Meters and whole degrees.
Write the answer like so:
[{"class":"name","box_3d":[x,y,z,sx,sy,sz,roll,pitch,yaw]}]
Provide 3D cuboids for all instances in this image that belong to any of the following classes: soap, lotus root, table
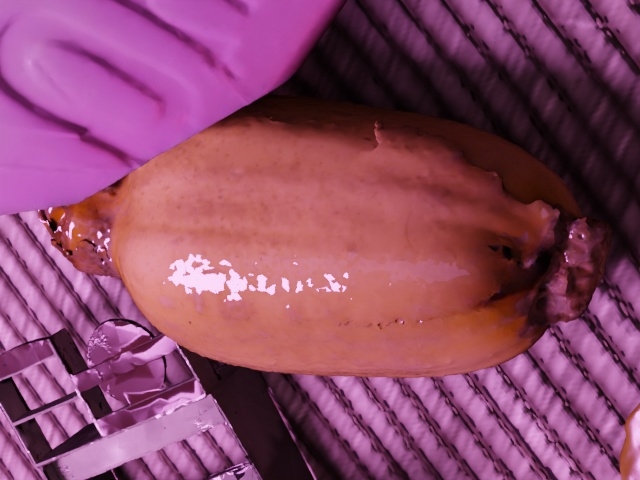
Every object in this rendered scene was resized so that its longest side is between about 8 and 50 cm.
[{"class":"soap","box_3d":[-0.085,-0.153,0.589,0.193,0.109,0.324,27,111,-30]},{"class":"lotus root","box_3d":[0.001,-0.002,0.658,0.303,0.131,0.146,5,75,21]},{"class":"table","box_3d":[-0.105,0.120,0.780,0.146,0.062,0.175,-25,96,28]}]

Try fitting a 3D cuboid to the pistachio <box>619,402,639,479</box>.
[{"class":"pistachio","box_3d":[0.218,0.082,0.634,0.089,0.049,0.173,41,122,34]}]
